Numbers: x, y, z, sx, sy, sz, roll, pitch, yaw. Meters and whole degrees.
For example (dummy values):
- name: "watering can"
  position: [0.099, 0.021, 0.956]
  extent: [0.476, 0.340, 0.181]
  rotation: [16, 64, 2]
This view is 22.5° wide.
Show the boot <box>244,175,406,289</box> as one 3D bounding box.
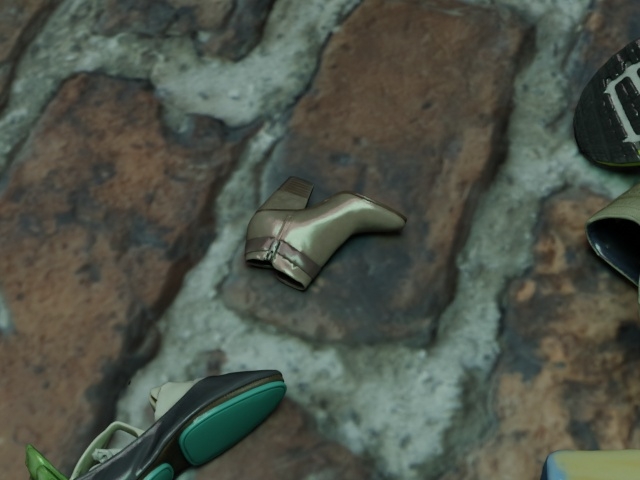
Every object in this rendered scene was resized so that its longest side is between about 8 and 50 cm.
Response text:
- name: "boot"
  position: [0.000, 0.000, 1.295]
  extent: [0.118, 0.042, 0.087]
  rotation: [17, 66, 13]

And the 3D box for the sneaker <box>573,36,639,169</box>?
- name: "sneaker"
  position: [0.354, -0.135, 1.334]
  extent: [0.300, 0.121, 0.111]
  rotation: [-24, 70, 9]

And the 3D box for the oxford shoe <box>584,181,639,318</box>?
- name: "oxford shoe"
  position: [0.311, 0.061, 1.137]
  extent: [0.147, 0.140, 0.397]
  rotation: [-21, 25, -3]

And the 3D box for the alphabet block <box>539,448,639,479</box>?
- name: "alphabet block"
  position: [0.243, 0.254, 1.042]
  extent: [0.197, 0.192, 0.193]
  rotation: [-2, 60, 1]

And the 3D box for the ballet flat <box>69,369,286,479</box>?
- name: "ballet flat"
  position: [-0.119, 0.147, 1.186]
  extent: [0.203, 0.074, 0.074]
  rotation: [-40, 65, -19]

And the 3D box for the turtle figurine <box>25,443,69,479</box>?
- name: "turtle figurine"
  position: [-0.278, 0.235, 1.042]
  extent: [0.275, 0.198, 0.266]
  rotation: [40, 80, 18]
